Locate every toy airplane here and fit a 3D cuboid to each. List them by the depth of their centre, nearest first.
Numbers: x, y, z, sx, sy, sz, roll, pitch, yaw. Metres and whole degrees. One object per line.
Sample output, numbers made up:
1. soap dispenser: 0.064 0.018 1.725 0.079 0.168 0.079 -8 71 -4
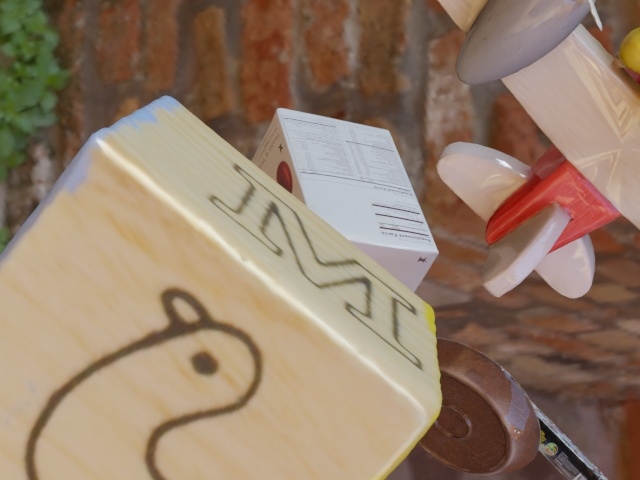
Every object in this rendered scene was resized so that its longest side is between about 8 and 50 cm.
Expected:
1. toy airplane: 0.276 -0.080 1.117 0.272 0.386 0.384 -89 180 -68

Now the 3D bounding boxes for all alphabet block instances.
1. alphabet block: -0.072 0.065 0.685 0.197 0.192 0.193 38 13 -4

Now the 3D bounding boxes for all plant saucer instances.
1. plant saucer: 0.134 0.170 1.314 0.029 0.168 0.168 -43 113 -39

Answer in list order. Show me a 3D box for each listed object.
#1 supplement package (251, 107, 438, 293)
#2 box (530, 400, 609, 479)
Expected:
1. supplement package: 0.000 0.000 1.488 0.149 0.194 0.203 9 41 -25
2. box: 0.244 0.213 1.414 0.137 0.027 0.094 46 5 23
